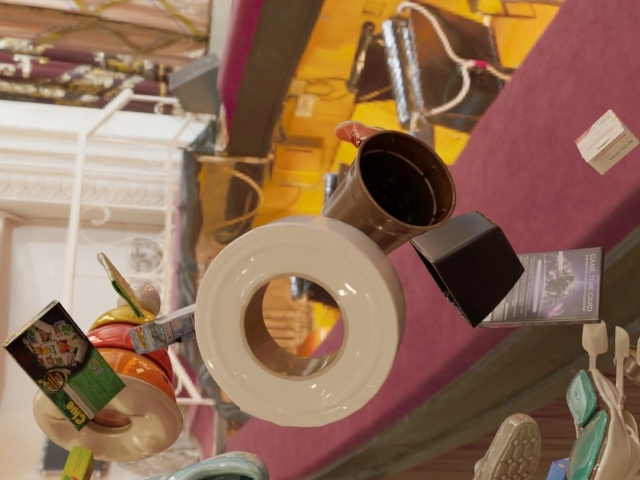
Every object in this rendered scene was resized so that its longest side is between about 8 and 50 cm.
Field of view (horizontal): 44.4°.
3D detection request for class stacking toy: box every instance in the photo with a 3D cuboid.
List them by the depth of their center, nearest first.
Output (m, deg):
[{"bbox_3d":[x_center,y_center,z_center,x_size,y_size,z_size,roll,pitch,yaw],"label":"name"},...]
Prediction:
[{"bbox_3d":[-0.496,0.280,1.991,0.479,0.351,0.350,-88,9,-45],"label":"stacking toy"}]

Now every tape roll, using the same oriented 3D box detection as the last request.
[{"bbox_3d":[-0.027,0.110,1.086,0.100,0.286,0.286,-37,-46,-75],"label":"tape roll"}]

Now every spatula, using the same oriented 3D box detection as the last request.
[{"bbox_3d":[0.652,0.291,1.712,0.168,0.019,0.242,10,118,36],"label":"spatula"}]

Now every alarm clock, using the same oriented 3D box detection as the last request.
[{"bbox_3d":[0.781,0.316,1.886,0.192,0.129,0.064,-111,44,-69],"label":"alarm clock"}]

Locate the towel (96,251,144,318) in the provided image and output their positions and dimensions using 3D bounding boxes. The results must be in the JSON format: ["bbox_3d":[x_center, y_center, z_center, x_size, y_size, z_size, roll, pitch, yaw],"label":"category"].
[{"bbox_3d":[-0.414,0.093,1.608,0.113,0.023,0.152,58,171,-31],"label":"towel"}]

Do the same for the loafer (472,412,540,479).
[{"bbox_3d":[0.352,0.468,1.569,0.111,0.112,0.319,-123,40,-55],"label":"loafer"}]

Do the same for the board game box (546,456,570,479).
[{"bbox_3d":[0.609,0.629,1.934,0.047,0.160,0.210,37,122,48],"label":"board game box"}]

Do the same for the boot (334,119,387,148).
[{"bbox_3d":[0.098,-0.274,2.073,0.084,0.158,0.059,-45,-41,-48],"label":"boot"}]

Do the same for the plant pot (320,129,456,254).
[{"bbox_3d":[0.088,-0.052,1.179,0.165,0.167,0.167,-45,41,50],"label":"plant pot"}]

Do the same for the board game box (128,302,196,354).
[{"bbox_3d":[-0.288,0.178,1.612,0.194,0.194,0.060,-11,99,70],"label":"board game box"}]

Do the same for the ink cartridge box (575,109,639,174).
[{"bbox_3d":[0.680,-0.229,1.857,0.115,0.067,0.198,-45,7,24],"label":"ink cartridge box"}]

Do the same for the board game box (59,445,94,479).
[{"bbox_3d":[-0.497,0.510,1.545,0.092,0.043,0.181,107,176,-52],"label":"board game box"}]

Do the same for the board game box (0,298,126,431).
[{"bbox_3d":[-0.515,0.256,1.592,0.030,0.136,0.259,13,139,45],"label":"board game box"}]

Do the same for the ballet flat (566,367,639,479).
[{"bbox_3d":[0.550,0.373,1.491,0.400,0.139,0.139,-50,-30,-66],"label":"ballet flat"}]

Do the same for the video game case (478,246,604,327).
[{"bbox_3d":[0.505,0.109,1.802,0.026,0.274,0.196,54,-138,-42],"label":"video game case"}]

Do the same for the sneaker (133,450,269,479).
[{"bbox_3d":[-0.252,0.431,1.241,0.135,0.366,0.150,62,166,9],"label":"sneaker"}]

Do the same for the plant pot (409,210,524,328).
[{"bbox_3d":[0.323,0.043,1.692,0.187,0.167,0.188,55,-177,-21],"label":"plant pot"}]
